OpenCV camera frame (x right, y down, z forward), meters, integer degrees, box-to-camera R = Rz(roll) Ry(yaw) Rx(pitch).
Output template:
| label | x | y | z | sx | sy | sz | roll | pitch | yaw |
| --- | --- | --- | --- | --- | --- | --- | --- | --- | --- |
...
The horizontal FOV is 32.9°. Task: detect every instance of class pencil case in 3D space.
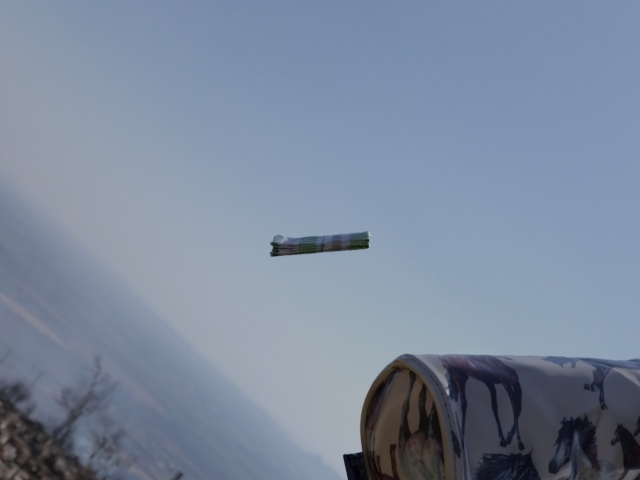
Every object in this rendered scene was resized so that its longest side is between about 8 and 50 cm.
| label | x | y | z | sx | sy | sz | roll | pitch | yaw |
| --- | --- | --- | --- | --- | --- | --- | --- | --- | --- |
| pencil case | 0.229 | 0.209 | 1.114 | 0.410 | 0.184 | 0.160 | 4 | 5 | -34 |

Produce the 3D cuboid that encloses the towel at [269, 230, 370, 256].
| label | x | y | z | sx | sy | sz | roll | pitch | yaw |
| --- | --- | --- | --- | --- | --- | --- | --- | --- | --- |
| towel | 0.000 | 0.000 | 1.656 | 0.113 | 0.152 | 0.023 | -81 | 166 | -80 |
